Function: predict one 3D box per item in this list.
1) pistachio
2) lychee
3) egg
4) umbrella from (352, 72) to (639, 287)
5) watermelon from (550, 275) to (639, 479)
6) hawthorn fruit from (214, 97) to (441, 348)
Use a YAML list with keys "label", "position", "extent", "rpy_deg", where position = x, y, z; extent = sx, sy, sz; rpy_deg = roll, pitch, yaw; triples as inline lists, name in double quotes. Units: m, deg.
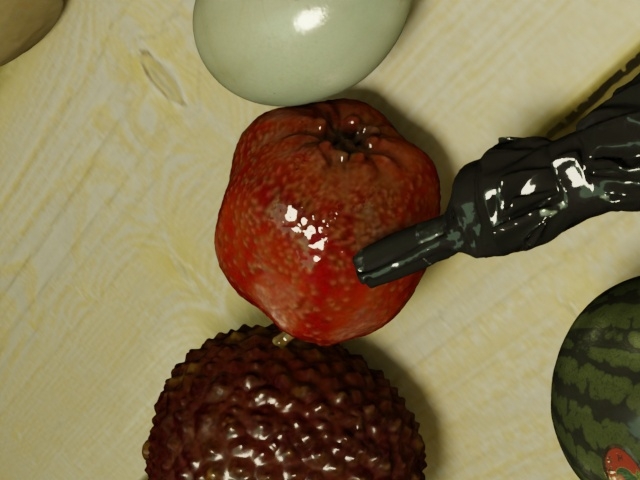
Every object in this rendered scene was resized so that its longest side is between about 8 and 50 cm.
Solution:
- label: "pistachio"
  position: [-0.342, -0.260, 1.415]
  extent: [0.136, 0.136, 0.226]
  rpy_deg: [53, 131, 1]
- label: "lychee"
  position: [-0.041, 0.218, 1.353]
  extent: [0.304, 0.275, 0.275]
  rpy_deg: [2, 119, 22]
- label: "egg"
  position: [-0.015, -0.193, 1.133]
  extent: [0.209, 0.151, 0.151]
  rpy_deg: [-12, 108, 38]
- label: "umbrella"
  position: [0.175, -0.038, 1.025]
  extent: [0.340, 0.118, 0.118]
  rpy_deg: [-26, 98, 24]
- label: "watermelon"
  position: [0.285, 0.124, 1.027]
  extent: [0.212, 0.212, 0.212]
  rpy_deg: [23, 130, 30]
- label: "hawthorn fruit"
  position: [0.000, 0.000, 1.214]
  extent: [0.205, 0.205, 0.253]
  rpy_deg: [35, 134, 20]
